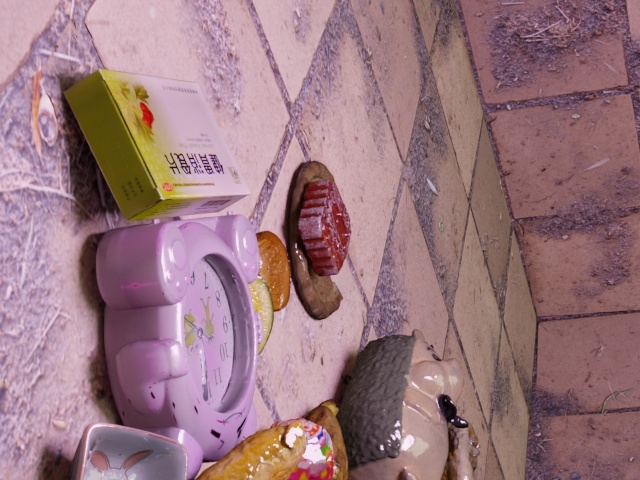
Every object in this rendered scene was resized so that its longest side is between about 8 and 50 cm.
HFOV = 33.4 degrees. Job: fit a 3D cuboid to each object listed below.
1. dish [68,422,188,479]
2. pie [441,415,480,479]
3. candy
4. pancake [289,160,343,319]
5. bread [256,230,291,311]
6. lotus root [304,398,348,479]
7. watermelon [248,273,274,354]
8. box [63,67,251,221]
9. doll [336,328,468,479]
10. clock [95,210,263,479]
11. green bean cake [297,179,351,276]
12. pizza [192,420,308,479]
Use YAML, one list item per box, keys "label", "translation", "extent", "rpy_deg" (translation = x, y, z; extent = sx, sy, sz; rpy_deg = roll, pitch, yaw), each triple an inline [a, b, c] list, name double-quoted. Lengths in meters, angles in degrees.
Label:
- label: "dish"
  translation: [-0.230, 0.326, 1.166]
  extent: [0.154, 0.064, 0.234]
  rpy_deg: [27, 59, -45]
- label: "pie"
  translation: [0.203, 0.488, 2.040]
  extent: [0.077, 0.339, 0.339]
  rpy_deg: [28, 45, -15]
- label: "candy"
  translation: [-0.036, 0.457, 1.669]
  extent: [0.124, 0.124, 0.365]
  rpy_deg: [-28, 119, -68]
- label: "pancake"
  translation: [0.000, 0.000, 1.963]
  extent: [0.288, 0.033, 0.286]
  rpy_deg: [-58, 137, -59]
- label: "bread"
  translation: [-0.081, 0.052, 1.716]
  extent: [0.126, 0.044, 0.129]
  rpy_deg: [-26, 112, -67]
- label: "lotus root"
  translation: [-0.001, 0.348, 1.786]
  extent: [0.108, 0.094, 0.191]
  rpy_deg: [119, -26, -47]
- label: "watermelon"
  translation: [-0.125, 0.100, 1.598]
  extent: [0.092, 0.075, 0.181]
  rpy_deg: [-20, 106, -24]
- label: "box"
  translation: [-0.198, -0.119, 1.350]
  extent: [0.175, 0.062, 0.260]
  rpy_deg: [64, 19, 5]
- label: "doll"
  translation: [0.147, 0.327, 1.962]
  extent: [0.247, 0.247, 0.349]
  rpy_deg: [63, 25, -44]
- label: "clock"
  translation: [-0.168, 0.130, 1.361]
  extent: [0.295, 0.113, 0.322]
  rpy_deg: [-11, 96, -70]
- label: "green bean cake"
  translation: [0.010, -0.023, 1.871]
  extent: [0.136, 0.056, 0.135]
  rpy_deg: [-76, 151, -43]
- label: "pizza"
  translation: [-0.143, 0.362, 1.354]
  extent: [0.280, 0.075, 0.288]
  rpy_deg: [-34, 157, -26]
